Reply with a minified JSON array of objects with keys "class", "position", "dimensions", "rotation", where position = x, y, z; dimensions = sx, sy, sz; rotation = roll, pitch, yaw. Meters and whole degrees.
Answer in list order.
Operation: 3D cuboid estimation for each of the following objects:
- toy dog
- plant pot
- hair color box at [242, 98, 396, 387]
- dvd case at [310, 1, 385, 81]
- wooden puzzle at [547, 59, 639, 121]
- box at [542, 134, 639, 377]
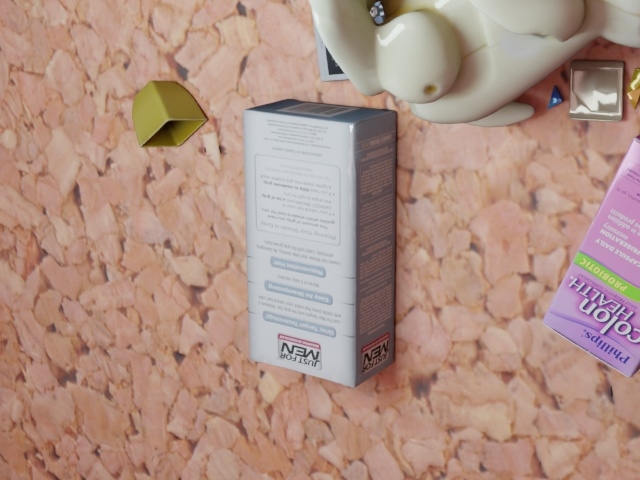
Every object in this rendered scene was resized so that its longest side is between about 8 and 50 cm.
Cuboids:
[{"class":"toy dog","position":[0.243,-0.269,1.226],"dimensions":[0.408,0.284,0.395],"rotation":[-12,129,27]},{"class":"plant pot","position":[-0.239,-0.198,1.739],"dimensions":[0.081,0.081,0.083],"rotation":[-36,70,37]},{"class":"hair color box","position":[0.000,0.000,1.608],"dimensions":[0.185,0.113,0.374],"rotation":[11,110,33]},{"class":"dvd case","position":[0.091,-0.306,1.499],"dimensions":[0.239,0.029,0.179],"rotation":[0,104,35]},{"class":"wooden puzzle","position":[0.334,-0.180,1.377],"dimensions":[0.116,0.014,0.078],"rotation":[15,108,31]},{"class":"box","position":[0.383,-0.005,1.270],"dimensions":[0.117,0.213,0.243],"rotation":[32,121,23]}]
